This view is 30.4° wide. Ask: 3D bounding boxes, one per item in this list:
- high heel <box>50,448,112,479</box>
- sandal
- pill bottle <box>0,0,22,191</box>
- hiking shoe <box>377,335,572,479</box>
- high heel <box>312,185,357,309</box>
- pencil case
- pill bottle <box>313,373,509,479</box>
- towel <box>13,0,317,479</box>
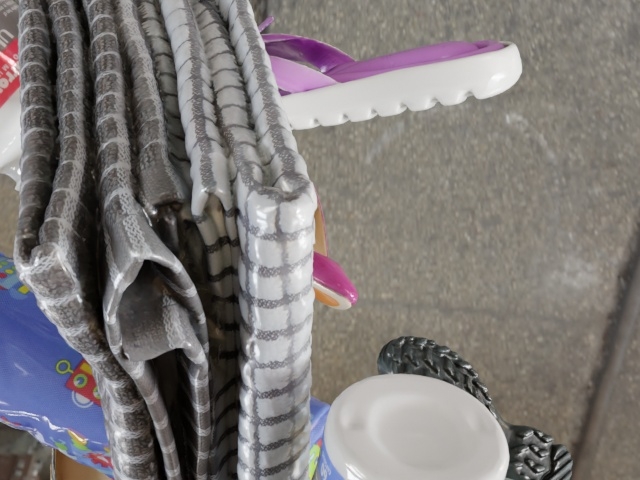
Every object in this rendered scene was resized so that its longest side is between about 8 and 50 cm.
[{"bbox_3d":[-0.248,0.219,1.160,0.093,0.186,0.261,12,93,12],"label":"high heel"},{"bbox_3d":[-0.028,-0.158,1.088,0.417,0.169,0.102,-8,102,0],"label":"sandal"},{"bbox_3d":[-0.370,-0.177,1.247,0.318,0.176,0.176,41,118,-11],"label":"pill bottle"},{"bbox_3d":[0.175,0.247,1.515,0.304,0.113,0.132,42,143,-10],"label":"hiking shoe"},{"bbox_3d":[0.000,0.000,1.413,0.117,0.244,0.082,-47,119,-7],"label":"high heel"},{"bbox_3d":[-0.136,0.111,0.797,0.306,0.119,0.133,24,149,14],"label":"pencil case"},{"bbox_3d":[0.030,0.133,0.519,0.078,0.078,0.137,8,123,-4],"label":"pill bottle"},{"bbox_3d":[-0.086,0.000,0.619,0.121,0.283,0.235,-7,131,-9],"label":"towel"}]
